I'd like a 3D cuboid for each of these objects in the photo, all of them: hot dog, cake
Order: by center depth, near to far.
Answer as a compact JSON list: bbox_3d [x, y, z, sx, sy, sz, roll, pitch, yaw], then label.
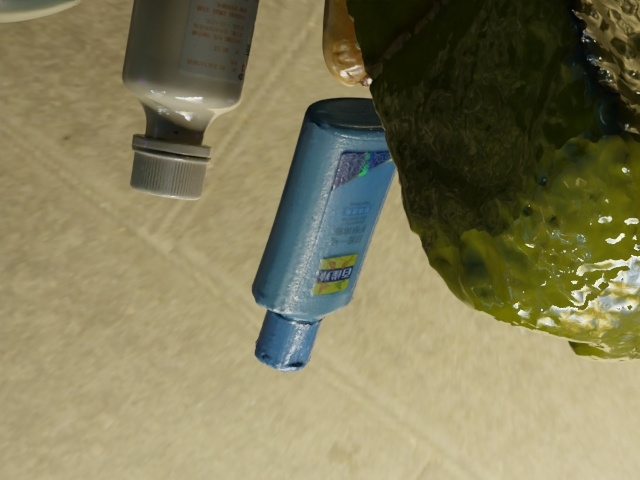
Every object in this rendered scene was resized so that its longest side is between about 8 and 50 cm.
[{"bbox_3d":[0.126,-0.077,0.709,0.156,0.179,0.260,-45,49,45],"label":"cake"},{"bbox_3d":[0.051,-0.273,1.557,0.068,0.100,0.249,9,100,24],"label":"hot dog"}]

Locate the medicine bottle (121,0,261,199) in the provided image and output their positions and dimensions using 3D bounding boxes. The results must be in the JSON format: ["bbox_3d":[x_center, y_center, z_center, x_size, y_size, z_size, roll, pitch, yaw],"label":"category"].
[{"bbox_3d":[-0.119,-0.164,1.442,0.114,0.114,0.252,11,95,5],"label":"medicine bottle"}]

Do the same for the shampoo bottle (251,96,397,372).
[{"bbox_3d":[0.000,0.000,1.397,0.061,0.104,0.258,46,130,40],"label":"shampoo bottle"}]

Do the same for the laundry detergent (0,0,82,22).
[{"bbox_3d":[-0.145,-0.204,0.787,0.253,0.091,0.181,-50,133,-1],"label":"laundry detergent"}]
